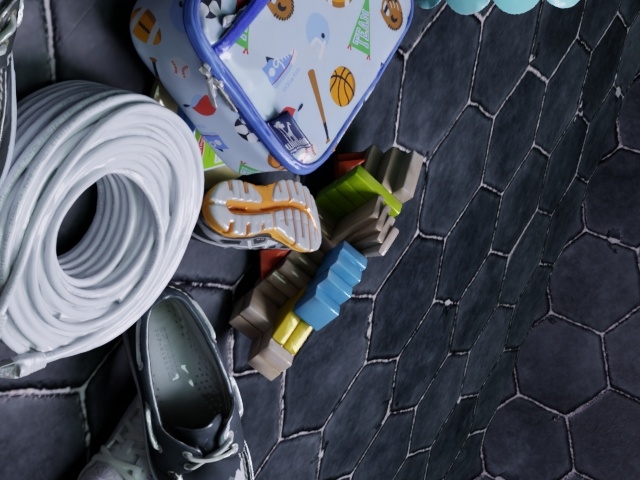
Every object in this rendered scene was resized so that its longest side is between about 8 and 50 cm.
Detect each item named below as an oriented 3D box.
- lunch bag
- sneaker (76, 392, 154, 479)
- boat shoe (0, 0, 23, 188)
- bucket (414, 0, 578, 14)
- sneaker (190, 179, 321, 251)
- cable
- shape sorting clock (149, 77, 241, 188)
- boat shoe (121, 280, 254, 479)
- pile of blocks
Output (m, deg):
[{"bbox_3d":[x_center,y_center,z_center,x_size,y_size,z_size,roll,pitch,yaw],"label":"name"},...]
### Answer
[{"bbox_3d":[-0.039,-0.223,0.886,0.243,0.115,0.303,55,53,-37],"label":"lunch bag"},{"bbox_3d":[-0.198,0.254,1.045,0.152,0.114,0.305,9,103,-63],"label":"sneaker"},{"bbox_3d":[-0.255,-0.158,0.589,0.121,0.119,0.335,-18,124,-33],"label":"boat shoe"},{"bbox_3d":[0.226,-0.404,1.119,0.281,0.281,0.183,-37,133,-43],"label":"bucket"},{"bbox_3d":[-0.076,-0.025,1.057,0.215,0.083,0.084,12,66,-52],"label":"sneaker"},{"bbox_3d":[-0.216,-0.017,0.829,0.257,0.089,0.257,-6,116,-60],"label":"cable"},{"bbox_3d":[-0.102,-0.152,0.973,0.206,0.040,0.206,-38,143,-36],"label":"shape sorting clock"},{"bbox_3d":[-0.139,0.191,0.976,0.114,0.091,0.302,-25,99,-20],"label":"boat shoe"},{"bbox_3d":[0.000,0.000,1.175,0.112,0.149,0.362,40,68,-19],"label":"pile of blocks"}]
